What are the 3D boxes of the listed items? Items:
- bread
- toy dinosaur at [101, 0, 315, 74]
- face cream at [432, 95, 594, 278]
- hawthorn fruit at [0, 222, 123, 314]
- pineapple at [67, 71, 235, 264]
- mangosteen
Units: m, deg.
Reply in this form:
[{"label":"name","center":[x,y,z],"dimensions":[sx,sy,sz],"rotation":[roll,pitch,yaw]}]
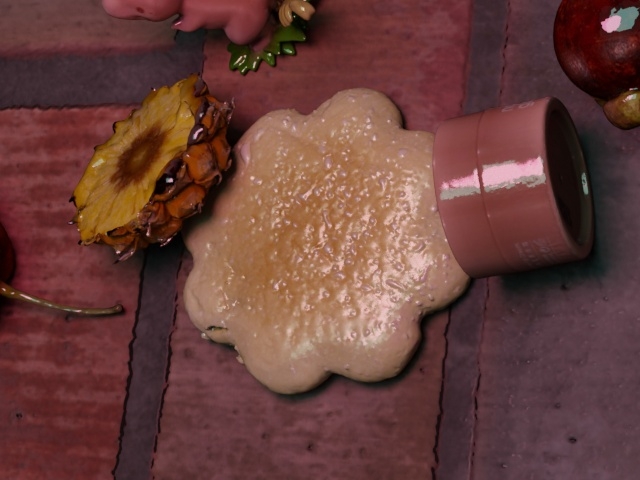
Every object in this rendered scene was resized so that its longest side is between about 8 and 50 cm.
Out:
[{"label":"bread","center":[0.000,0.000,1.808],"dimensions":[0.316,0.054,0.316],"rotation":[-8,71,24]},{"label":"toy dinosaur","center":[-0.101,-0.262,1.854],"dimensions":[0.194,0.177,0.152],"rotation":[-14,72,20]},{"label":"face cream","center":[0.173,-0.046,1.679],"dimensions":[0.104,0.149,0.149],"rotation":[-11,72,22]},{"label":"hawthorn fruit","center":[-0.341,0.038,1.938],"dimensions":[0.285,0.165,0.165],"rotation":[28,90,5]},{"label":"pineapple","center":[-0.159,-0.066,1.859],"dimensions":[0.225,0.076,0.225],"rotation":[-38,32,29]},{"label":"mangosteen","center":[0.278,-0.159,1.666],"dimensions":[0.145,0.156,0.181],"rotation":[0,92,-4]}]
